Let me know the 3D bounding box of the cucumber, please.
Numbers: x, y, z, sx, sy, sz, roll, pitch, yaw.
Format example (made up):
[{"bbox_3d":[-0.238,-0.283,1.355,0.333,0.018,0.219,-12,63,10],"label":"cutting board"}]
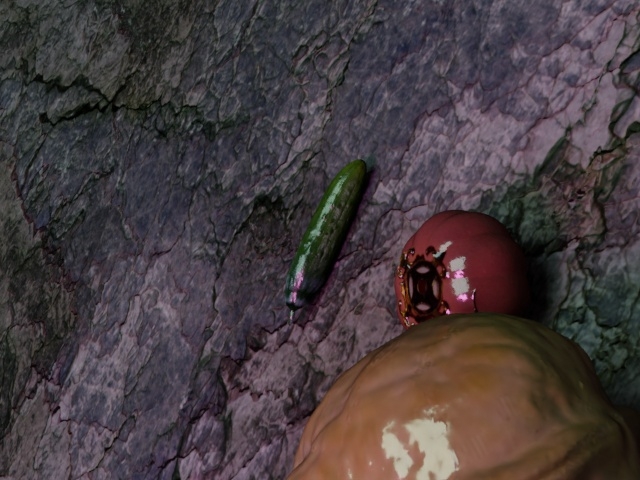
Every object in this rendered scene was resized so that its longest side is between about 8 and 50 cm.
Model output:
[{"bbox_3d":[0.000,0.000,1.713,0.056,0.056,0.250,22,85,55],"label":"cucumber"}]

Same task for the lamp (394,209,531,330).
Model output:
[{"bbox_3d":[0.166,0.054,1.407,0.182,0.140,0.182,-7,82,59],"label":"lamp"}]

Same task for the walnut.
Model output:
[{"bbox_3d":[0.142,0.253,1.156,0.381,0.381,0.381,-29,49,40],"label":"walnut"}]
